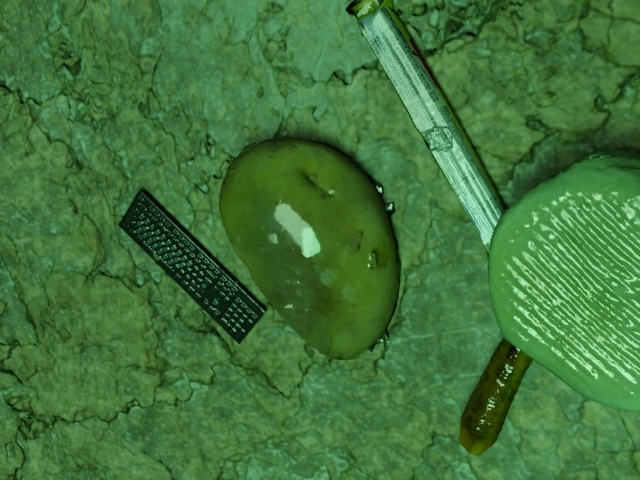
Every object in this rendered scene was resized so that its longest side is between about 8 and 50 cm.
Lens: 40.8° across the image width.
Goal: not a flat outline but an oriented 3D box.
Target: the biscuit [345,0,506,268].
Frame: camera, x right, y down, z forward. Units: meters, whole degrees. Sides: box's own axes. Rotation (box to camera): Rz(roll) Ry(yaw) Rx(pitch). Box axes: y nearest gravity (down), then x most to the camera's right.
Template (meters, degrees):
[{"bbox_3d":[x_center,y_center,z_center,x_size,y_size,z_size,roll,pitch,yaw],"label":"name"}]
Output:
[{"bbox_3d":[0.110,-0.101,0.789,0.048,0.026,0.292,-28,93,26],"label":"biscuit"}]

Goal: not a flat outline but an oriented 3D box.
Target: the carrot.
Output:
[{"bbox_3d":[0.177,0.132,0.824,0.042,0.042,0.171,28,114,15],"label":"carrot"}]

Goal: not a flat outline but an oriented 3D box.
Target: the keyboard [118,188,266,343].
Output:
[{"bbox_3d":[-0.145,0.029,0.961,0.198,0.010,0.064,43,121,7],"label":"keyboard"}]

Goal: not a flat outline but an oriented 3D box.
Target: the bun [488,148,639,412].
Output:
[{"bbox_3d":[0.250,0.027,0.715,0.221,0.108,0.221,10,110,30],"label":"bun"}]

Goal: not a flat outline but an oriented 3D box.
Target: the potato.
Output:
[{"bbox_3d":[0.000,0.000,0.836,0.138,0.098,0.243,-41,87,28],"label":"potato"}]
